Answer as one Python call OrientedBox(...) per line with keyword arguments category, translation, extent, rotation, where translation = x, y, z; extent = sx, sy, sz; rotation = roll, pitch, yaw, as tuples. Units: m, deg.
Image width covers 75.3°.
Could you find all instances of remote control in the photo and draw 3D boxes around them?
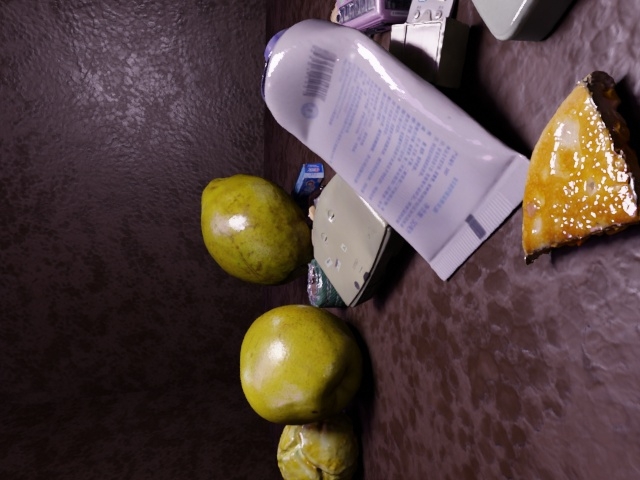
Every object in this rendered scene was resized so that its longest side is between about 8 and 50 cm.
OrientedBox(category="remote control", translation=(0.151, -0.252, 0.624), extent=(0.073, 0.044, 0.229), rotation=(32, 120, 45))

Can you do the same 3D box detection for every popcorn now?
OrientedBox(category="popcorn", translation=(-0.006, 0.518, 1.018), extent=(0.184, 0.204, 0.221), rotation=(-125, 48, -66))

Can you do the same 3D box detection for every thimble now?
OrientedBox(category="thimble", translation=(0.020, 0.107, 1.078), extent=(0.118, 0.090, 0.135), rotation=(131, 138, -66))

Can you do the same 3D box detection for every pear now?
OrientedBox(category="pear", translation=(-0.051, 0.282, 0.968), extent=(0.294, 0.294, 0.295), rotation=(178, 90, -76))
OrientedBox(category="pear", translation=(-0.202, -0.030, 1.325), extent=(0.413, 0.352, 0.352), rotation=(40, 149, 12))

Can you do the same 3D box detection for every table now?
OrientedBox(category="table", translation=(0.141, -0.247, 0.555), extent=(0.083, 0.062, 0.079), rotation=(21, 114, 42))

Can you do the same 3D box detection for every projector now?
OrientedBox(category="projector", translation=(0.066, -0.014, 0.794), extent=(0.194, 0.088, 0.270), rotation=(55, 150, 26))

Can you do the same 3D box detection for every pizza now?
OrientedBox(category="pizza", translation=(0.227, -0.050, 0.351), extent=(0.131, 0.041, 0.178), rotation=(-128, 39, -71))

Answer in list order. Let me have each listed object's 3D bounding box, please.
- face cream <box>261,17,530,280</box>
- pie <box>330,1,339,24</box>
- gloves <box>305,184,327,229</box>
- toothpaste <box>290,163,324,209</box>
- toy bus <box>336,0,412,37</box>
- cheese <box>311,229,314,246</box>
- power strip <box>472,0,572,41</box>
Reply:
OrientedBox(category="face cream", translation=(0.067, -0.148, 0.571), extent=(0.420, 0.137, 0.235), rotation=(48, 149, 18))
OrientedBox(category="pie", translation=(0.066, -0.503, 0.911), extent=(0.218, 0.052, 0.185), rotation=(-118, 28, -64))
OrientedBox(category="gloves", translation=(0.029, -0.091, 0.945), extent=(0.181, 0.129, 0.107), rotation=(126, 143, -67))
OrientedBox(category="toothpaste", translation=(-0.051, -0.170, 1.373), extent=(0.272, 0.066, 0.053), rotation=(126, 140, -68))
OrientedBox(category="toy bus", translation=(0.098, -0.415, 0.713), extent=(0.199, 0.096, 0.108), rotation=(-134, 40, -65))
OrientedBox(category="cheese", translation=(0.001, 0.002, 1.221), extent=(0.092, 0.047, 0.171), rotation=(-133, 44, -73))
OrientedBox(category="power strip", translation=(0.209, -0.338, 0.355), extent=(0.265, 0.059, 0.194), rotation=(110, 154, -57))
